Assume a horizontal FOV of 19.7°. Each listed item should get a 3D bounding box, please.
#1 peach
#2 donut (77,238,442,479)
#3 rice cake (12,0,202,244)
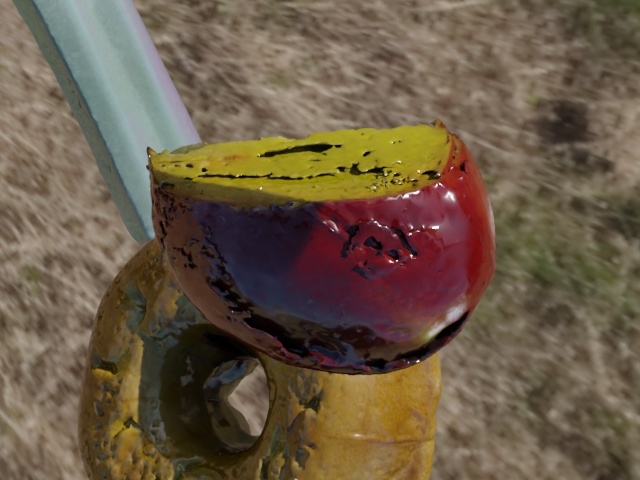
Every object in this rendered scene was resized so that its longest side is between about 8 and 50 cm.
[{"bbox_3d":[0.002,0.003,0.864,0.172,0.092,0.127,15,122,-22],"label":"peach"},{"bbox_3d":[-0.038,0.091,1.076,0.114,0.227,0.226,4,104,-56],"label":"donut"},{"bbox_3d":[-0.142,-0.110,1.294,0.080,0.042,0.221,-36,114,-26],"label":"rice cake"}]
